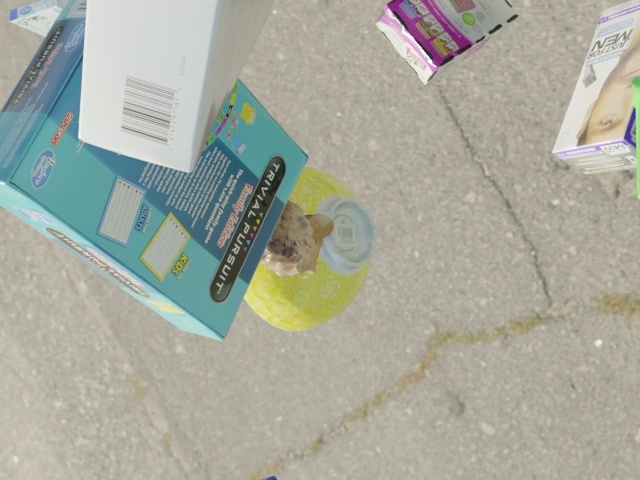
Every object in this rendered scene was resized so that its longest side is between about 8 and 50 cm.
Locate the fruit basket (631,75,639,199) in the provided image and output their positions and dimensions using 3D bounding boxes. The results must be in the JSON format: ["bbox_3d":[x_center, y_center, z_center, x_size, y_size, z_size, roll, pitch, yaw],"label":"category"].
[{"bbox_3d":[0.614,-0.188,1.139,0.392,0.283,0.392,-17,61,34],"label":"fruit basket"}]

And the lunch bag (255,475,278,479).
[{"bbox_3d":[-0.107,0.453,1.126,0.221,0.138,0.293,-17,134,10],"label":"lunch bag"}]

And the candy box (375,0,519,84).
[{"bbox_3d":[0.243,-0.423,1.672,0.159,0.233,0.071,52,156,6],"label":"candy box"}]

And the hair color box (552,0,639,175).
[{"bbox_3d":[0.589,-0.301,1.666,0.185,0.110,0.339,-5,60,62],"label":"hair color box"}]

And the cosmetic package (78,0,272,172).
[{"bbox_3d":[-0.069,-0.282,0.620,0.097,0.284,0.377,18,129,0],"label":"cosmetic package"}]

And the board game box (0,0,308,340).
[{"bbox_3d":[-0.171,-0.080,0.928,0.079,0.254,0.336,9,155,37],"label":"board game box"}]

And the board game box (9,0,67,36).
[{"bbox_3d":[-0.378,-0.318,1.251,0.090,0.090,0.020,-7,81,26],"label":"board game box"}]

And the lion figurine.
[{"bbox_3d":[-0.132,-0.127,1.266,0.392,0.142,0.240,58,174,-32],"label":"lion figurine"}]

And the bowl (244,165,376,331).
[{"bbox_3d":[0.000,0.000,1.459,0.156,0.289,0.289,-13,95,42],"label":"bowl"}]
